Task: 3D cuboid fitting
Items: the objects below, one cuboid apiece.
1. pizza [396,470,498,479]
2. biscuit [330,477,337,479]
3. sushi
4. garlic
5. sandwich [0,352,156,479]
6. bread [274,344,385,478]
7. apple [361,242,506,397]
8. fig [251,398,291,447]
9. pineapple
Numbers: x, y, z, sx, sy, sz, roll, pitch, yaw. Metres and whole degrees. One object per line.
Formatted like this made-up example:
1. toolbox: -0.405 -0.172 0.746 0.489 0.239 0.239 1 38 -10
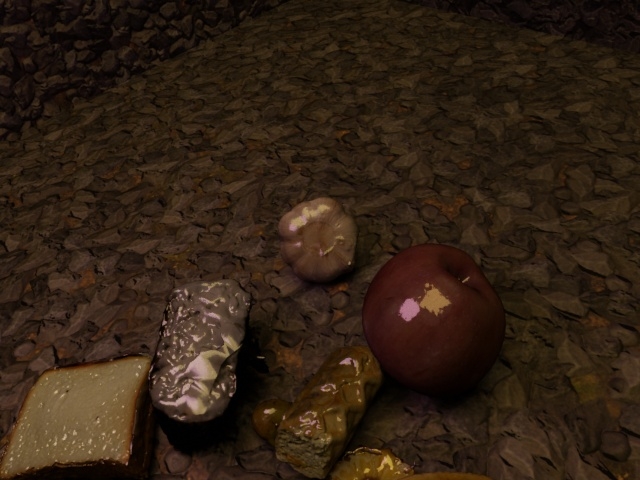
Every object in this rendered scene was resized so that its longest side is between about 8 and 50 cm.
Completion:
1. pizza: 0.221 0.453 0.891 0.258 0.087 0.268 -33 61 -27
2. biscuit: 0.030 0.458 0.954 0.081 0.018 0.083 21 49 34
3. sushi: -0.224 0.252 1.171 0.235 0.207 0.348 6 50 3
4. garlic: 0.000 0.000 1.435 0.219 0.218 0.212 -11 2 1
5. sandwich: -0.483 0.372 1.161 0.301 0.099 0.271 -12 39 10
6. bread: 0.027 0.312 1.083 0.152 0.130 0.267 -21 18 45
7. apple: 0.228 0.150 1.108 0.306 0.235 0.305 26 30 -17
8. fig: -0.096 0.367 1.110 0.084 0.082 0.098 11 60 -19
9. pineapple: 0.084 0.461 0.989 0.221 0.047 0.221 -6 39 5
